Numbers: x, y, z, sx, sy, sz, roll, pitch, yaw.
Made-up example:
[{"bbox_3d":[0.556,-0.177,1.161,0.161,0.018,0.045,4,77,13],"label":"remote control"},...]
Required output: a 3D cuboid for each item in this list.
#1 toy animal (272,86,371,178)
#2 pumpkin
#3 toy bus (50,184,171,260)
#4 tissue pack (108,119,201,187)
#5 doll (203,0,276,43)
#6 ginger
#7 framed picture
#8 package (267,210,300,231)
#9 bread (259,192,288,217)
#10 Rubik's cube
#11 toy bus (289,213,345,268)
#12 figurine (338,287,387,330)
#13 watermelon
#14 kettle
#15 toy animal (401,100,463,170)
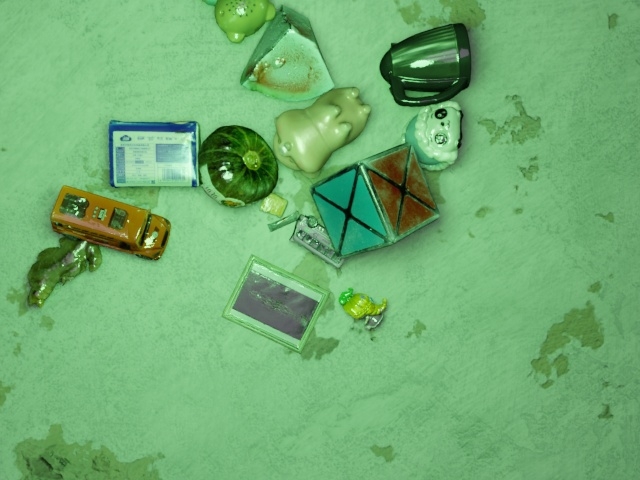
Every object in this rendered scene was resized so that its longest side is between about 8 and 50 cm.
[{"bbox_3d":[-0.002,-0.346,1.682,0.326,0.269,0.237,-37,96,-35],"label":"toy animal"},{"bbox_3d":[-0.262,-0.226,1.668,0.260,0.189,0.261,8,79,-44],"label":"pumpkin"},{"bbox_3d":[-0.620,-0.052,1.627,0.329,0.153,0.143,18,71,-14],"label":"toy bus"},{"bbox_3d":[-0.507,-0.263,1.676,0.269,0.137,0.210,-2,91,-8],"label":"tissue pack"},{"bbox_3d":[-0.271,-0.751,1.670,0.177,0.161,0.261,-36,92,-5],"label":"doll"},{"bbox_3d":[-0.787,0.065,1.684,0.333,0.080,0.166,-42,85,-11],"label":"ginger"},{"bbox_3d":[-0.145,0.210,1.775,0.293,0.018,0.231,26,89,-6],"label":"framed picture"},{"bbox_3d":[-0.119,-0.061,1.767,0.110,0.015,0.037,-25,124,-5],"label":"package"},{"bbox_3d":[-0.151,-0.117,1.759,0.083,0.035,0.070,21,90,-12],"label":"bread"},{"bbox_3d":[0.160,-0.114,1.636,0.254,0.260,0.259,-24,91,-39],"label":"Rubik's cube"},{"bbox_3d":[0.000,0.000,1.745,0.198,0.096,0.108,33,93,-8],"label":"toy bus"},{"bbox_3d":[0.141,0.204,1.760,0.156,0.095,0.115,40,99,-9],"label":"figurine"},{"bbox_3d":[-0.082,-0.554,1.662,0.289,0.214,0.320,37,75,-2],"label":"watermelon"},{"bbox_3d":[0.323,-0.541,1.718,0.270,0.207,0.251,-6,95,5],"label":"kettle"},{"bbox_3d":[0.351,-0.337,1.717,0.155,0.204,0.208,6,83,-9],"label":"toy animal"}]
